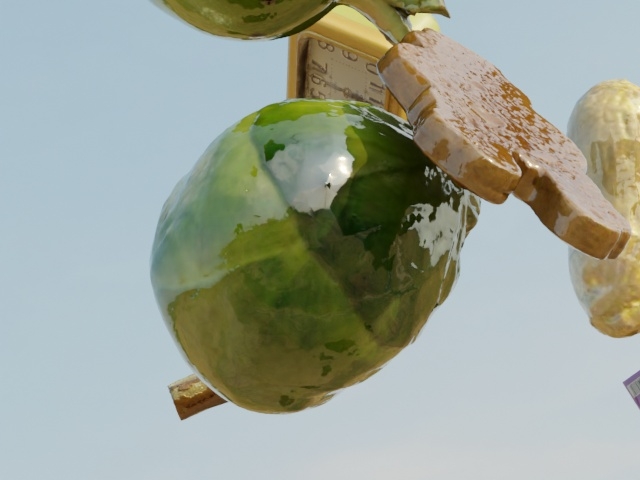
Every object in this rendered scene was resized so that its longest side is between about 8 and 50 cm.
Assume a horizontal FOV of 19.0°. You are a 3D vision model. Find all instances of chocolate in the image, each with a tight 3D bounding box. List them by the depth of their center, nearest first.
[{"bbox_3d":[0.348,-0.036,2.214,0.134,0.309,0.134,0,-16,0],"label":"chocolate"}]

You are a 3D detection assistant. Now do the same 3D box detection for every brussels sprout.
[{"bbox_3d":[0.000,0.000,1.467,0.271,0.219,0.210,-27,-8,-39],"label":"brussels sprout"}]

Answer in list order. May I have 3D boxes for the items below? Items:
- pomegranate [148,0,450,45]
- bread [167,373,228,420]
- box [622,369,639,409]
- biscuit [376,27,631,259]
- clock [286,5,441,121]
[{"bbox_3d":[-0.028,-0.276,1.615,0.340,0.260,0.260,32,-15,10],"label":"pomegranate"},{"bbox_3d":[-0.115,0.153,1.982,0.083,0.036,0.047,-21,-48,2],"label":"bread"},{"bbox_3d":[0.402,0.203,2.223,0.036,0.117,0.050,-42,-26,23],"label":"box"},{"bbox_3d":[0.124,-0.078,1.415,0.186,0.295,0.044,31,-73,-18],"label":"biscuit"},{"bbox_3d":[0.041,-0.153,1.963,0.096,0.143,0.202,-45,-30,-39],"label":"clock"}]
